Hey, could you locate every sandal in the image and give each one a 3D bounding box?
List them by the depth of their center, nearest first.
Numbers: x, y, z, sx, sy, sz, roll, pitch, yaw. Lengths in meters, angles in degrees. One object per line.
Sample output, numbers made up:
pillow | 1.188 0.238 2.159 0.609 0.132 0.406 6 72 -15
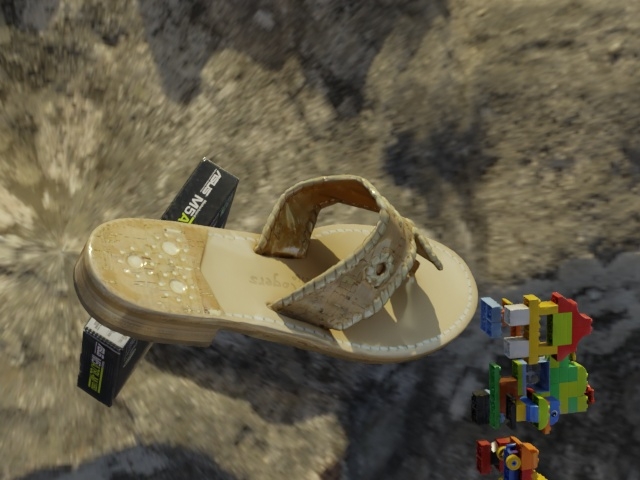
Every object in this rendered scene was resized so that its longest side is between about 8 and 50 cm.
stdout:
sandal | 0.002 0.005 0.745 0.240 0.079 0.088 2 51 -33

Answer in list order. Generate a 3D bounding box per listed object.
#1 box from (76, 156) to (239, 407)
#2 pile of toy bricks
box | -0.145 0.040 1.325 0.045 0.184 0.191 31 67 4
pile of toy bricks | 0.212 0.144 1.429 0.105 0.118 0.212 -4 104 -14
